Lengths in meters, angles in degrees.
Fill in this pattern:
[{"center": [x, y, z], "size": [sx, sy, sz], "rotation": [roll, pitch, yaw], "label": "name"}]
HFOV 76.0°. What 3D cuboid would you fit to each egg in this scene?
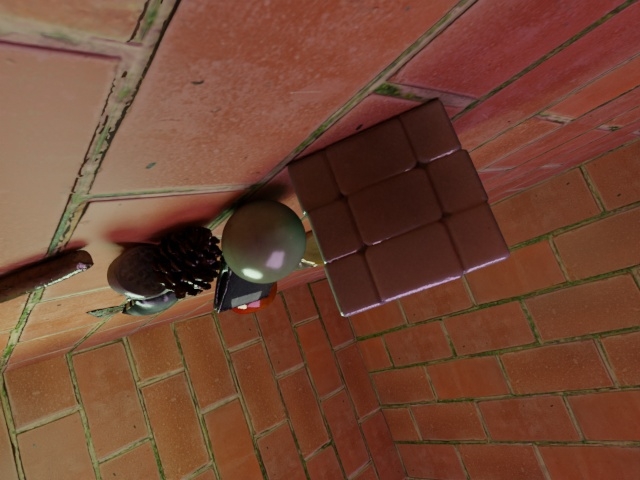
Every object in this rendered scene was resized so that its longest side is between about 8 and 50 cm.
[{"center": [-0.127, 0.003, 0.922], "size": [0.187, 0.186, 0.253], "rotation": [-16, 173, -26], "label": "egg"}]

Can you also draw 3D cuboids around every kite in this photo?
[{"center": [-0.790, 0.271, 1.615], "size": [0.268, 0.013, 0.323], "rotation": [-24, 171, 25], "label": "kite"}]

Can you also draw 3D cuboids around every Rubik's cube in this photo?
[{"center": [0.158, -0.044, 0.873], "size": [0.319, 0.315, 0.322], "rotation": [-21, 170, 10], "label": "Rubik's cube"}]

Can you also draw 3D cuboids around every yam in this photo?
[{"center": [-0.575, 0.075, 0.820], "size": [0.241, 0.056, 0.057], "rotation": [-19, 171, 2], "label": "yam"}]

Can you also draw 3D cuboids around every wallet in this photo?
[{"center": [-0.229, 0.102, 1.326], "size": [0.221, 0.071, 0.262], "rotation": [-14, 131, -46], "label": "wallet"}]

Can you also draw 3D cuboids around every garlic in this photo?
[{"center": [0.012, 0.004, 1.498], "size": [0.245, 0.145, 0.164], "rotation": [-27, 138, 24], "label": "garlic"}]

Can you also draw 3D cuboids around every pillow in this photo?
[{"center": [-0.549, 0.189, 1.364], "size": [0.186, 0.105, 0.250], "rotation": [-22, 175, -37], "label": "pillow"}]

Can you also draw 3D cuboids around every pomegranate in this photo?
[{"center": [-0.259, 0.165, 1.551], "size": [0.257, 0.220, 0.221], "rotation": [-22, 175, -46], "label": "pomegranate"}]

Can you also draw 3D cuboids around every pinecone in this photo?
[{"center": [-0.300, 0.043, 0.936], "size": [0.174, 0.173, 0.173], "rotation": [-20, 171, -3], "label": "pinecone"}]

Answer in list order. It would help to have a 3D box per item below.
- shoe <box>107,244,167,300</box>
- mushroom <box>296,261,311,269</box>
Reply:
[{"center": [-0.445, 0.092, 1.001], "size": [0.159, 0.124, 0.316], "rotation": [-15, 172, 11], "label": "shoe"}, {"center": [-0.111, 0.067, 1.588], "size": [0.087, 0.107, 0.333], "rotation": [-45, 163, 16], "label": "mushroom"}]
